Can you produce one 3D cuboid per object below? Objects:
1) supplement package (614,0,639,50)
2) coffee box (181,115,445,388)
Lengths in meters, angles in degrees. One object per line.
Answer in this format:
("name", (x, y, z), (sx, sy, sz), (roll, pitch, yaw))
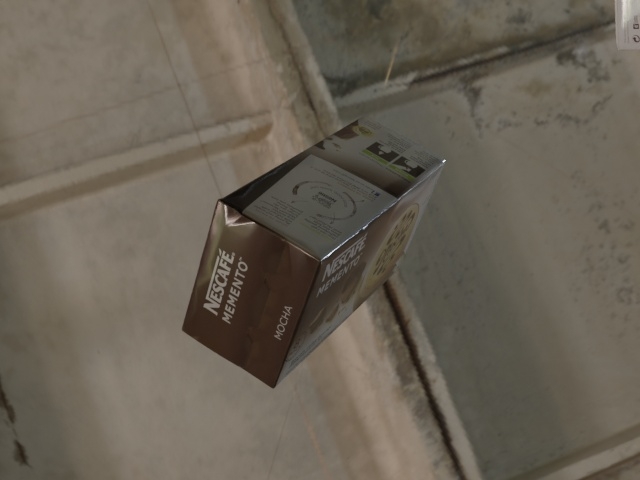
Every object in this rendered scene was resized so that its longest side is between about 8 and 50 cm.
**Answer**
("supplement package", (0.452, -0.338, 1.071), (0.262, 0.145, 0.204), (-27, -63, -41))
("coffee box", (0.000, 0.000, 1.016), (0.119, 0.168, 0.297), (31, -146, 16))
